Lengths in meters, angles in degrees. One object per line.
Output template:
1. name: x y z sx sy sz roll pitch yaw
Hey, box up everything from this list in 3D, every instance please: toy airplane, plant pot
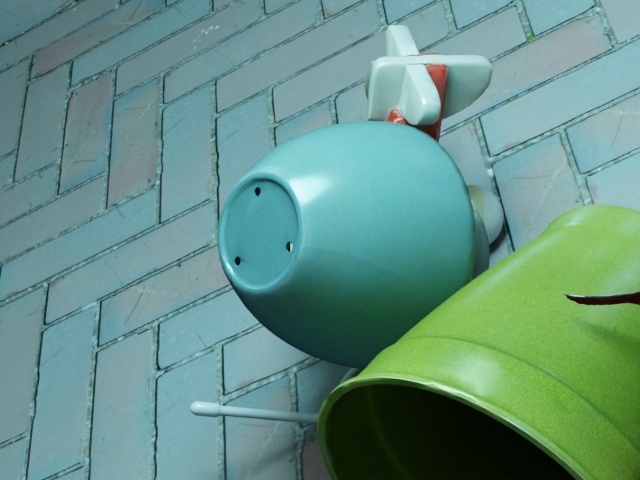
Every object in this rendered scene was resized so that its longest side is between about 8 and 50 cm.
1. toy airplane: 0.124 -0.076 1.802 0.384 0.272 0.386 -15 62 64
2. plant pot: 0.248 0.158 1.426 0.366 0.366 0.353 7 43 43
3. plant pot: 0.000 0.000 1.580 0.290 0.195 0.290 -5 83 43

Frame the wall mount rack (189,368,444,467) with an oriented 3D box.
1. wall mount rack: 0.005 0.250 1.668 0.304 0.130 0.350 -25 37 16

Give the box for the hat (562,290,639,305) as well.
1. hat: 0.377 0.026 1.252 0.208 0.183 0.173 -55 19 -7
